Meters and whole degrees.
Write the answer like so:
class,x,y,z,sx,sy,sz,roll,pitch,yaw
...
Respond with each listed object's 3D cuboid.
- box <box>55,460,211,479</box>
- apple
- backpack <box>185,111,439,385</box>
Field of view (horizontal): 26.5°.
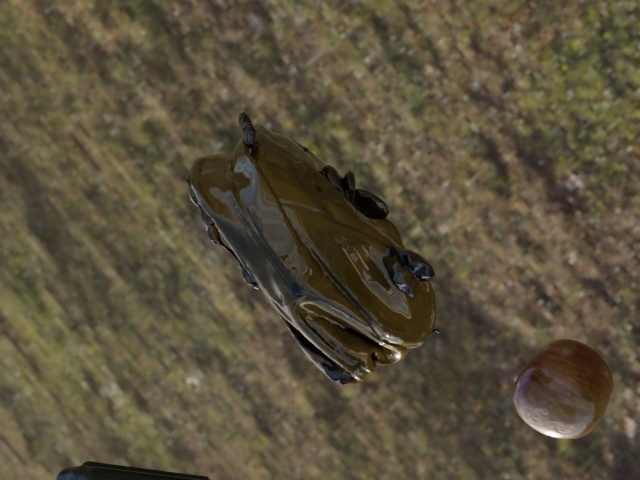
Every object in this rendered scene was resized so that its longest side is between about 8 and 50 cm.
class,x,y,z,sx,sy,sz,roll,pitch,yaw
box,-0.170,0.298,1.292,0.050,0.160,0.230,-5,165,29
apple,0.353,0.215,1.954,0.131,0.146,0.146,36,156,16
backpack,-0.004,0.005,1.783,0.378,0.201,0.353,42,-171,-24
